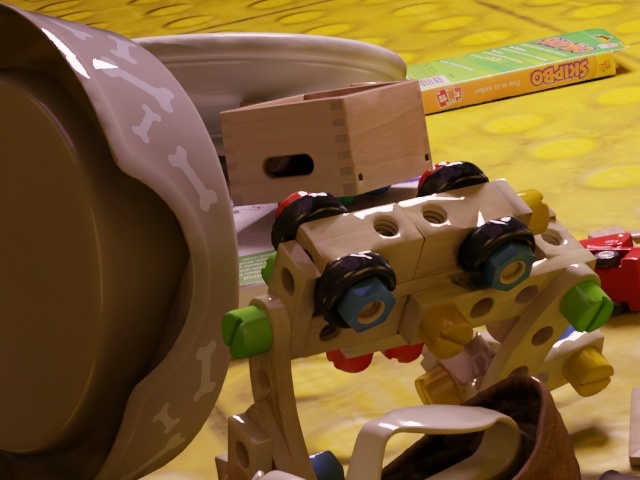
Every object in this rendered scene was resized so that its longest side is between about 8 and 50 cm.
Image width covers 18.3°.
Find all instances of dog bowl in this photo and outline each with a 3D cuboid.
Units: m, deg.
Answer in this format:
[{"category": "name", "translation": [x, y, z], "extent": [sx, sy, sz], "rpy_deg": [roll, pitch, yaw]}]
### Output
[{"category": "dog bowl", "translation": [-0.185, 0.014, 1.323], "extent": [0.102, 0.349, 0.348], "rpy_deg": [-7, 11, -40]}]

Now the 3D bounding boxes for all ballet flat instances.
[{"category": "ballet flat", "translation": [0.021, 0.161, 1.059], "extent": [0.342, 0.124, 0.116], "rpy_deg": [-25, 31, -38]}]

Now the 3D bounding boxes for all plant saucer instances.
[{"category": "plant saucer", "translation": [-0.113, -0.116, 1.936], "extent": [0.400, 0.101, 0.400], "rpy_deg": [-4, -5, 0]}]

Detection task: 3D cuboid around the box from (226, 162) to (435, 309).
[{"category": "box", "translation": [0.000, 0.000, 1.704], "extent": [0.232, 0.058, 0.322], "rpy_deg": [-11, 16, -1]}]

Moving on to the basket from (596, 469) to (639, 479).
[{"category": "basket", "translation": [0.228, 0.184, 0.845], "extent": [0.226, 0.154, 0.204], "rpy_deg": [0, 16, 20]}]

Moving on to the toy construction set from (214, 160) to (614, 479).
[{"category": "toy construction set", "translation": [0.048, 0.068, 1.229], "extent": [0.327, 0.215, 0.151], "rpy_deg": [-27, 55, -38]}]

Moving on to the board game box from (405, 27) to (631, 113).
[{"category": "board game box", "translation": [0.207, -0.189, 2.213], "extent": [0.259, 0.039, 0.124], "rpy_deg": [-15, 18, -4]}]

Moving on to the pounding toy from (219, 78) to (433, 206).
[{"category": "pounding toy", "translation": [0.006, -0.083, 1.729], "extent": [0.181, 0.094, 0.206], "rpy_deg": [-5, 8, 34]}]

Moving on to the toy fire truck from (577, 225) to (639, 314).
[{"category": "toy fire truck", "translation": [0.228, 0.012, 1.545], "extent": [0.192, 0.047, 0.135], "rpy_deg": [-1, 19, 30]}]

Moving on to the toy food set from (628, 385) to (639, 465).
[{"category": "toy food set", "translation": [0.289, 0.093, 1.268], "extent": [0.192, 0.039, 0.132], "rpy_deg": [-7, 18, 10]}]
